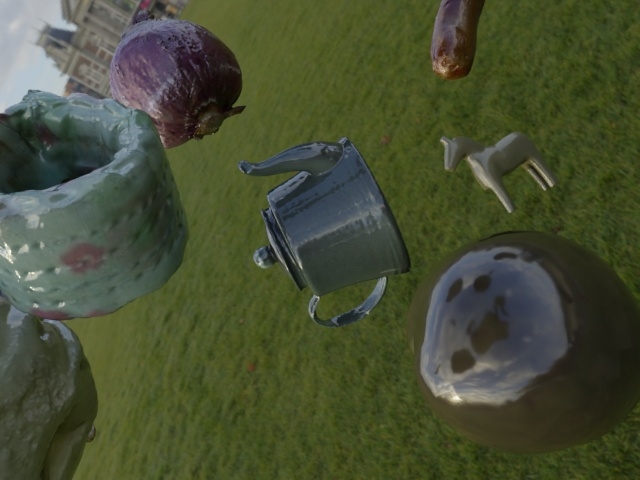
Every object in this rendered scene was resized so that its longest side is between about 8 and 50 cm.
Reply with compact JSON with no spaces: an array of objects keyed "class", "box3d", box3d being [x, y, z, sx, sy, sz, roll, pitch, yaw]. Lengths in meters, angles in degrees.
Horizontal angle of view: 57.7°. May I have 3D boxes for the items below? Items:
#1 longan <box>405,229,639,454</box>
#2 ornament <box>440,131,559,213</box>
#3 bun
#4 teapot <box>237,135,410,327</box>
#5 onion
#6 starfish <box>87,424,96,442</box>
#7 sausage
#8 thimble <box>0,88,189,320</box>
[{"class":"longan","box3d":[0.320,0.152,0.945,0.404,0.336,0.404,-16,20,6]},{"class":"ornament","box3d":[0.420,-0.184,1.403,0.230,0.245,0.061,-32,-6,-16]},{"class":"bun","box3d":[-0.414,0.156,0.653,0.359,0.359,0.211,-32,25,51]},{"class":"teapot","box3d":[0.000,0.000,0.633,0.148,0.239,0.162,-26,33,-2]},{"class":"onion","box3d":[-0.335,-0.368,1.189,0.267,0.349,0.159,-39,-13,1]},{"class":"starfish","box3d":[-0.520,0.319,1.055,0.238,0.216,0.071,-44,14,28]},{"class":"sausage","box3d":[0.255,-0.417,1.022,0.103,0.076,0.302,0,70,71]},{"class":"thimble","box3d":[-0.233,-0.040,0.543,0.211,0.185,0.149,47,155,40]}]
